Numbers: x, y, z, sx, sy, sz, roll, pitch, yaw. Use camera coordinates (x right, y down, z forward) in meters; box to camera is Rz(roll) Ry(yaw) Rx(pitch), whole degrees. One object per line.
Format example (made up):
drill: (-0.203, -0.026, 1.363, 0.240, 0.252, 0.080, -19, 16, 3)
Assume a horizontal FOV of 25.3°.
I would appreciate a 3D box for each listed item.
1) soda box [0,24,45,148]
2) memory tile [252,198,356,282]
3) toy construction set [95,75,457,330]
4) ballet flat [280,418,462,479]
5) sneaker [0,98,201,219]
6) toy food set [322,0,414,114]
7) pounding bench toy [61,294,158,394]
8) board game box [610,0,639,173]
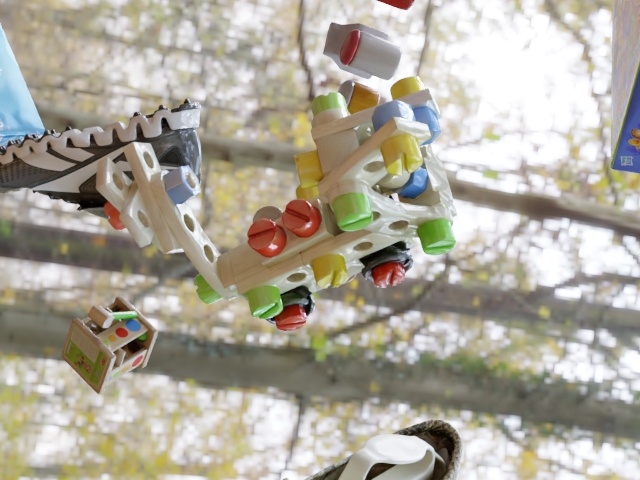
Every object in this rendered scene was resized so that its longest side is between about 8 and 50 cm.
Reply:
soda box: (-0.365, -0.182, 1.481, 0.067, 0.071, 0.210, -38, -111, 39)
memory tile: (0.000, 0.000, 1.583, 0.012, 0.148, 0.113, 60, 21, -62)
toy construction set: (-0.026, -0.024, 1.213, 0.328, 0.215, 0.151, -10, -113, 26)
ballet flat: (0.010, 0.330, 1.723, 0.164, 0.483, 0.182, 42, -50, 22)
sneaker: (-0.218, -0.059, 1.348, 0.078, 0.234, 0.106, -119, -164, -85)
toy food set: (0.032, -0.247, 1.508, 0.111, 0.105, 0.232, 137, -32, -62)
pounding bench toy: (-0.179, 0.080, 1.253, 0.052, 0.065, 0.083, 42, -45, 18)
board game box: (0.379, -0.268, 1.553, 0.347, 0.078, 0.233, -77, 175, -46)
